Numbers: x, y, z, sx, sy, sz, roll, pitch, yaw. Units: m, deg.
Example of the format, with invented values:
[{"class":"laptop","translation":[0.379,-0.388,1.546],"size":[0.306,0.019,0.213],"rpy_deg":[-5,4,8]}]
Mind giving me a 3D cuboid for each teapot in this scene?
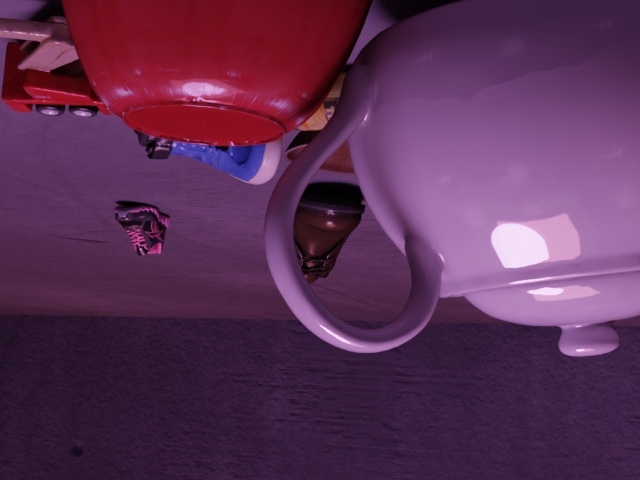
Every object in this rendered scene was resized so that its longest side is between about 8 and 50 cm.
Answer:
[{"class":"teapot","translation":[0.132,-0.028,0.681],"size":[0.256,0.187,0.252],"rpy_deg":[-7,175,23]}]

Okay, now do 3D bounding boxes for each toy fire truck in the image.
[{"class":"toy fire truck","translation":[-0.172,-0.120,0.785],"size":[0.192,0.047,0.135],"rpy_deg":[2,170,4]}]

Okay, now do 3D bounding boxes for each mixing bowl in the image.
[{"class":"mixing bowl","translation":[-0.059,-0.108,0.651],"size":[0.181,0.098,0.181],"rpy_deg":[4,171,1]}]

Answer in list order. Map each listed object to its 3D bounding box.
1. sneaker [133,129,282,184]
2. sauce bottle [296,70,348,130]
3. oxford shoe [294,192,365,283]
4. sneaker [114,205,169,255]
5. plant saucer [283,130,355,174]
[{"class":"sneaker","translation":[-0.091,-0.080,0.911],"size":[0.085,0.058,0.152],"rpy_deg":[6,-168,-28]},{"class":"sauce bottle","translation":[0.034,-0.100,0.851],"size":[0.128,0.042,0.042],"rpy_deg":[-2,170,28]},{"class":"oxford shoe","translation":[0.000,0.000,1.351],"size":[0.083,0.096,0.227],"rpy_deg":[7,169,-7]},{"class":"sneaker","translation":[-0.219,-0.011,1.500],"size":[0.047,0.057,0.119],"rpy_deg":[3,170,17]},{"class":"plant saucer","translation":[0.070,-0.079,0.954],"size":[0.199,0.036,0.198],"rpy_deg":[1,174,0]}]
